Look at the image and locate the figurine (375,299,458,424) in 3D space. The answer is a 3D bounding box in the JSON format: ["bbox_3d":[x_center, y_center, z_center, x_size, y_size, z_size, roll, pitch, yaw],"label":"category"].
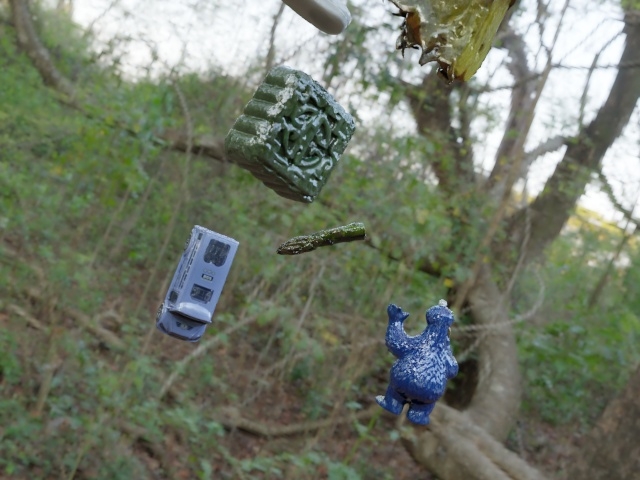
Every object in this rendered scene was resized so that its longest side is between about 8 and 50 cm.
[{"bbox_3d":[0.214,0.253,1.999,0.164,0.262,0.121,6,6,-11],"label":"figurine"}]

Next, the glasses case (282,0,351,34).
[{"bbox_3d":[-0.035,-0.395,1.502,0.197,0.049,0.076,39,-18,-11],"label":"glasses case"}]

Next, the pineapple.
[{"bbox_3d":[0.164,-0.311,1.157,0.186,0.236,0.114,-11,5,20],"label":"pineapple"}]

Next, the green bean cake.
[{"bbox_3d":[-0.045,-0.178,1.621,0.183,0.185,0.094,37,-11,-38],"label":"green bean cake"}]

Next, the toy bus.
[{"bbox_3d":[-0.180,0.066,1.409,0.073,0.167,0.076,21,-4,-21],"label":"toy bus"}]

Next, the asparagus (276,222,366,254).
[{"bbox_3d":[0.000,0.000,1.730,0.036,0.165,0.030,77,-3,-47],"label":"asparagus"}]
